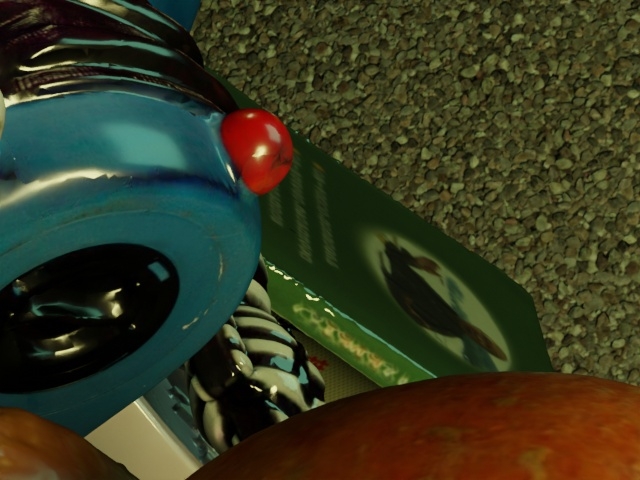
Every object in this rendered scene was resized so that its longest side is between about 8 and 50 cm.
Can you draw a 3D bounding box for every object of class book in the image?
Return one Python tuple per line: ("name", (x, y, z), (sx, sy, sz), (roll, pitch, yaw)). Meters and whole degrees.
("book", (0.000, 0.000, 1.013), (0.371, 0.043, 0.260), (36, 18, -15))

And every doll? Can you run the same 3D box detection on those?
("doll", (-0.047, 0.040, 0.776), (0.091, 0.067, 0.219), (44, 15, -48))
("doll", (-0.144, -0.089, 0.627), (0.310, 0.240, 0.284), (61, -4, 30))

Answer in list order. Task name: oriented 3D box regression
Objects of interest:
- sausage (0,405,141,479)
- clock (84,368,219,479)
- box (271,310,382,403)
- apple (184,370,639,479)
("sausage", (-0.039, 0.167, 0.575), (0.348, 0.094, 0.097), (50, 25, -42))
("clock", (-0.102, 0.075, 0.793), (0.197, 0.068, 0.197), (52, 4, -5))
("box", (-0.090, -0.020, 1.082), (0.198, 0.084, 0.310), (26, 21, -46))
("apple", (0.034, 0.159, 0.381), (0.253, 0.253, 0.253), (53, 4, -6))
